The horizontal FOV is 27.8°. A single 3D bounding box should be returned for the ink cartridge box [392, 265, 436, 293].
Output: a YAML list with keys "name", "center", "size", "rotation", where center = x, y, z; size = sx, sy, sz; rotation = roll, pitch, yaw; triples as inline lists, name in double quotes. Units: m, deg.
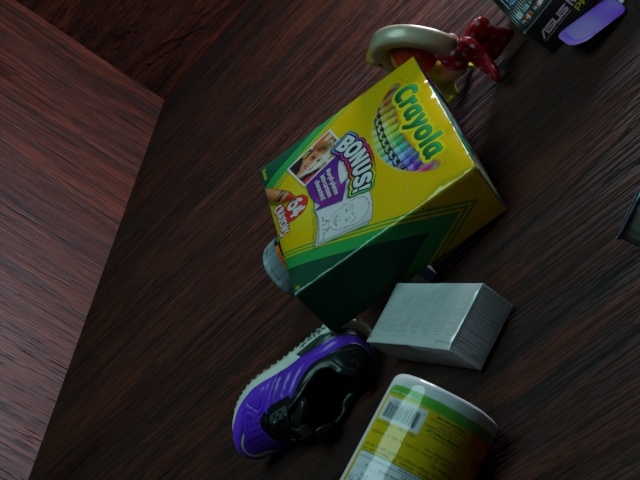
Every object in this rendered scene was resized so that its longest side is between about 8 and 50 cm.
- name: "ink cartridge box"
  center: [0.130, 0.067, 1.895]
  size: [0.083, 0.028, 0.048]
  rotation: [-54, 19, 9]

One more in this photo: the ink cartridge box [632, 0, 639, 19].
- name: "ink cartridge box"
  center: [0.433, -0.405, 1.612]
  size: [0.060, 0.275, 0.239]
  rotation: [33, 90, 27]

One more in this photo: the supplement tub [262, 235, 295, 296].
- name: "supplement tub"
  center: [0.000, 0.000, 2.178]
  size: [0.190, 0.117, 0.117]
  rotation: [-45, 23, 31]

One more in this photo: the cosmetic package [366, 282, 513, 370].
- name: "cosmetic package"
  center: [0.155, 0.112, 1.717]
  size: [0.099, 0.060, 0.239]
  rotation: [-59, 19, -13]

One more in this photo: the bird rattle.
- name: "bird rattle"
  center: [0.182, -0.292, 2.104]
  size: [0.253, 0.207, 0.143]
  rotation: [171, 112, -76]

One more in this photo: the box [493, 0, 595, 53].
- name: "box"
  center: [0.377, -0.430, 2.037]
  size: [0.216, 0.060, 0.270]
  rotation: [-52, 20, 16]

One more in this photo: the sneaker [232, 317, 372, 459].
- name: "sneaker"
  center: [-0.035, 0.246, 1.898]
  size: [0.293, 0.102, 0.146]
  rotation: [-47, 22, 25]

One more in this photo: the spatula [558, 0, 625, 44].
- name: "spatula"
  center: [0.454, -0.391, 1.839]
  size: [0.296, 0.030, 0.084]
  rotation: [-51, 21, 14]

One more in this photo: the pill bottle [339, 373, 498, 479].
- name: "pill bottle"
  center: [0.091, 0.290, 1.478]
  size: [0.245, 0.136, 0.136]
  rotation: [-61, 20, -11]

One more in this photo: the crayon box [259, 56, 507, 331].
- name: "crayon box"
  center: [0.081, -0.080, 1.952]
  size: [0.313, 0.106, 0.363]
  rotation: [-37, 33, 12]

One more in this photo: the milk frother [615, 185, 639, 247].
- name: "milk frother"
  center: [0.354, 0.022, 1.270]
  size: [0.143, 0.135, 0.129]
  rotation: [-61, -11, -20]
